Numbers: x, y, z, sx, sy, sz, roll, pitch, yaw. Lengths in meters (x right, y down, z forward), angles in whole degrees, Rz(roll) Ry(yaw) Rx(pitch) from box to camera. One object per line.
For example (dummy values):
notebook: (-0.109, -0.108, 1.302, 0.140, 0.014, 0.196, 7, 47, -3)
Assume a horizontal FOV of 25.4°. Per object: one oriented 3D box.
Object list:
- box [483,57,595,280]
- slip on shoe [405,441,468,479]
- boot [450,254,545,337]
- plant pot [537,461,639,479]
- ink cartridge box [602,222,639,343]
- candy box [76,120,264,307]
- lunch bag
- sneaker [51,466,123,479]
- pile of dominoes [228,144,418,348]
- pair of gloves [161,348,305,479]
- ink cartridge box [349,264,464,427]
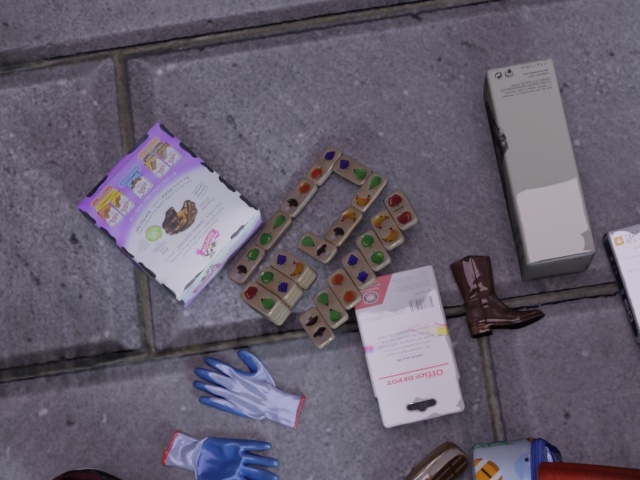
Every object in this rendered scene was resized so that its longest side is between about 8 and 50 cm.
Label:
box: (0.289, -0.093, 1.894, 0.094, 0.113, 0.275, -10, 74, 2)
slip on shoe: (0.130, 0.313, 1.838, 0.135, 0.051, 0.041, -44, 37, 1)
boot: (0.236, 0.064, 1.897, 0.106, 0.037, 0.114, -12, 70, -1)
plant pot: (0.418, 0.383, 1.619, 0.235, 0.267, 0.267, -11, 75, 33)
ink cartridge box: (0.502, 0.062, 1.871, 0.206, 0.045, 0.208, -15, 74, 0)
candy box: (-0.202, -0.034, 1.933, 0.196, 0.070, 0.165, 42, 82, 13)
lunch bag: (0.245, 0.391, 1.700, 0.115, 0.243, 0.303, -6, 76, 13)
sneaker: (-0.219, 0.359, 1.785, 0.281, 0.162, 0.106, 16, 77, 8)
pile of dominoes: (0.000, 0.000, 1.888, 0.196, 0.040, 0.251, 31, 79, 34)
pair of gloves: (-0.112, 0.245, 1.880, 0.159, 0.023, 0.198, 19, 78, 8)
ink cartridge box: (0.115, 0.144, 1.867, 0.115, 0.067, 0.198, -12, 74, 1)
